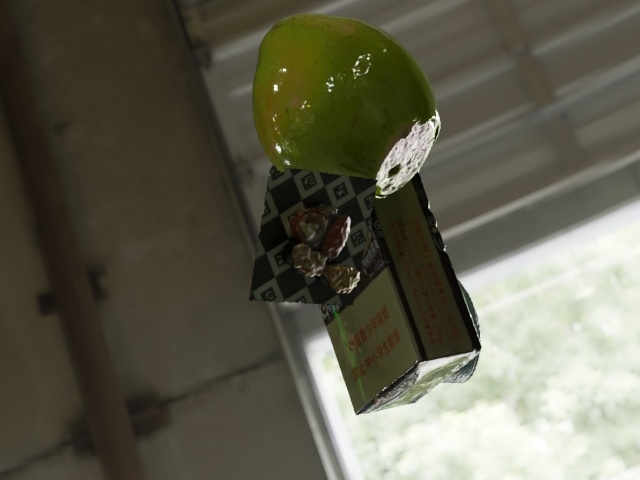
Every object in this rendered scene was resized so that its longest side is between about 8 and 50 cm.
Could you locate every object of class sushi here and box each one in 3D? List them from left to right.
[{"bbox_3d":[0.000,0.000,1.662,0.120,0.026,0.126,4,-79,-33],"label":"sushi"}]

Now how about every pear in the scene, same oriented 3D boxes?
[{"bbox_3d":[0.015,-0.142,1.916,0.187,0.220,0.187,-41,-27,-26],"label":"pear"}]

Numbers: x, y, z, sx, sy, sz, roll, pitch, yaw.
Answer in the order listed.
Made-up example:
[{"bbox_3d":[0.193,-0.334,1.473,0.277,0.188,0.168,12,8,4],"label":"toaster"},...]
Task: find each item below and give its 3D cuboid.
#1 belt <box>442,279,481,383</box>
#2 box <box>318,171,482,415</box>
[{"bbox_3d":[0.160,0.117,2.478,0.082,0.163,0.147,-3,-26,-21],"label":"belt"},{"bbox_3d":[0.060,0.023,2.068,0.084,0.310,0.198,-11,-18,-25],"label":"box"}]
